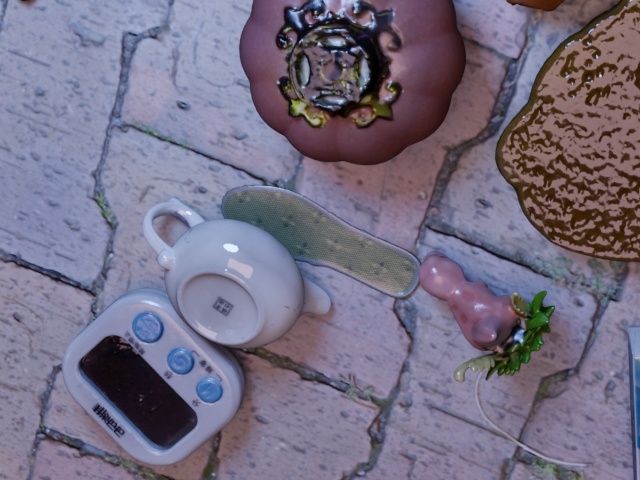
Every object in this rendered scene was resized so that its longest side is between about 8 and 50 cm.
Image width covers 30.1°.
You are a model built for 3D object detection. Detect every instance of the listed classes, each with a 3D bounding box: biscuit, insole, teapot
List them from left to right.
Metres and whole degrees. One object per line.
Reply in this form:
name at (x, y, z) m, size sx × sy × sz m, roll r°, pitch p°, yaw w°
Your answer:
teapot at (-0.137, 0.046, 1.755) m, size 0.300 × 0.166 × 0.208 m, roll 41°, pitch 140°, yaw 4°
insole at (0.000, 0.000, 1.782) m, size 0.322 × 0.007 × 0.109 m, roll 24°, pitch 112°, yaw 3°
biscuit at (0.429, -0.152, 1.609) m, size 0.359 × 0.074 × 0.381 m, roll 13°, pitch 108°, yaw 5°

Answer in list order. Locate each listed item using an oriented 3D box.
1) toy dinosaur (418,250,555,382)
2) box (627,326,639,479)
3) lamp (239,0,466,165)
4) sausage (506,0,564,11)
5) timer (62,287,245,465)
toy dinosaur at (0.233, 0.092, 1.692) m, size 0.177 × 0.194 × 0.152 m, roll 29°, pitch 122°, yaw -22°
box at (0.550, 0.264, 1.702) m, size 0.203 × 0.116 × 0.274 m, roll -2°, pitch 108°, yaw 11°
lamp at (0.038, -0.242, 1.566) m, size 0.305 × 0.239 × 0.305 m, roll 4°, pitch 109°, yaw 11°
sausage at (0.337, -0.397, 1.517) m, size 0.258 × 0.133 × 0.133 m, roll -36°, pitch 99°, yaw 24°
timer at (-0.259, 0.211, 1.863) m, size 0.237 × 0.087 × 0.262 m, roll -41°, pitch 96°, yaw 20°
